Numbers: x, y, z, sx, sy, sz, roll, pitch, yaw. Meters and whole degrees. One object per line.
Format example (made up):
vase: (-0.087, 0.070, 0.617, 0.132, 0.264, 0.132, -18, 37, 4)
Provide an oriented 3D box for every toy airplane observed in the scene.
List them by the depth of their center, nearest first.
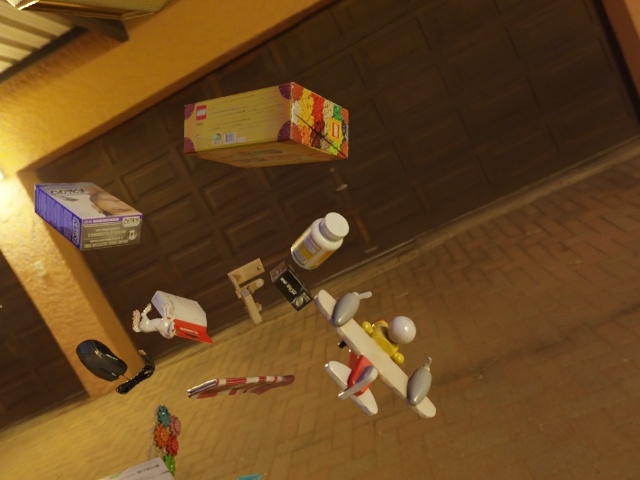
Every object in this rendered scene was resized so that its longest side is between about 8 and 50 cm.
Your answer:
toy airplane: (0.171, 0.334, 1.431, 0.272, 0.386, 0.384, -43, 43, 13)

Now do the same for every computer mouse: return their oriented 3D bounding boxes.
computer mouse: (-0.704, 0.427, 1.644, 0.184, 0.262, 0.060, -32, 26, 0)

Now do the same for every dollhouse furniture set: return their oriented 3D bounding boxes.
dollhouse furniture set: (-0.216, 0.171, 1.621, 0.123, 0.144, 0.151, -27, 29, -17)

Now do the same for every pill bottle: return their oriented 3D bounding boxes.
pill bottle: (0.000, 0.000, 1.548, 0.118, 0.117, 0.208, -33, -9, -44)

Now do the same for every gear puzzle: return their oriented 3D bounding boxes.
gear puzzle: (-0.565, 0.773, 1.728, 0.044, 0.175, 0.338, -18, 39, 7)

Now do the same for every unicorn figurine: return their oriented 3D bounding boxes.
unicorn figurine: (-0.461, 0.233, 1.353, 0.162, 0.060, 0.111, -14, 49, 13)

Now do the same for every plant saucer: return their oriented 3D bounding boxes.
plant saucer: (-0.512, -0.540, 1.031, 0.333, 0.080, 0.333, -13, 25, -37)

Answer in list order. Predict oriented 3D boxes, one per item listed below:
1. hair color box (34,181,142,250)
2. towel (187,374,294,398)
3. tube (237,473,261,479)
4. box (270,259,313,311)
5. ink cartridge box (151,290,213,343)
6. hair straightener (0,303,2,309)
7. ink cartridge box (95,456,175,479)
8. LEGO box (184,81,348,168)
hair color box: (-0.729, -0.086, 1.477, 0.339, 0.110, 0.185, 27, 24, 34)
towel: (-0.292, 0.541, 1.750, 0.329, 0.037, 0.237, 10, -31, -39)
tube: (-0.231, 0.806, 1.477, 0.080, 0.052, 0.207, -3, 11, -3)
box: (-0.110, 0.166, 1.769, 0.078, 0.147, 0.180, -39, 14, -1)
ink cartridge box: (-0.503, 0.285, 1.770, 0.232, 0.189, 0.066, 30, 91, 44)
hair straightener: (-0.637, 0.133, 0.867, 0.089, 0.230, 0.047, -17, -41, -25)
ink cartridge box: (-0.523, 0.738, 1.333, 0.211, 0.121, 0.289, -10, -4, -27)
LEGO box: (-0.201, -0.408, 1.782, 0.501, 0.192, 0.373, 0, -1, 31)
